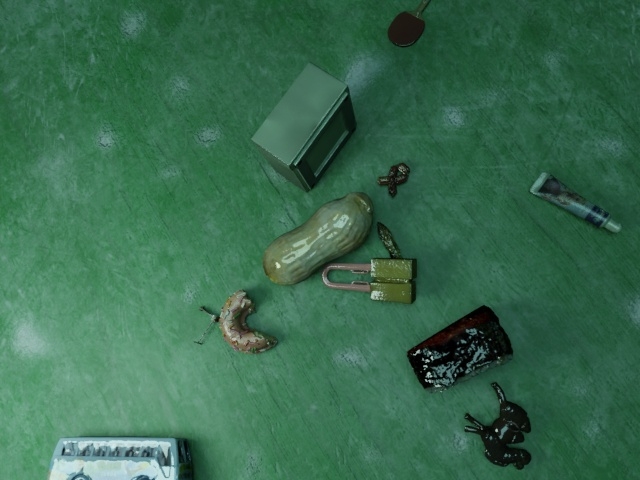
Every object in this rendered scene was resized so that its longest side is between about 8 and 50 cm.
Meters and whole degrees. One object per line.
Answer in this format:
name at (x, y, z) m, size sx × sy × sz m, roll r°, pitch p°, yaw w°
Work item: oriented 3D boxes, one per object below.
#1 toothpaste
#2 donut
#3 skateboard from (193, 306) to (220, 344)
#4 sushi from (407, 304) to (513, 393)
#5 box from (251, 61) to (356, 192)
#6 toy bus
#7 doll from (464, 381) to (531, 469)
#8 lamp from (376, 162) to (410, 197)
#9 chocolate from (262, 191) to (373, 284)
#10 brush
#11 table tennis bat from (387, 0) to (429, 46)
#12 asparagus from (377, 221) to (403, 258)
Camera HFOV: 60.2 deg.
toothpaste at (0.594, -0.082, 1.279) m, size 0.216 × 0.037 × 0.062 m, roll 37°, pitch 88°, yaw 19°
donut at (-0.193, 0.207, 1.335) m, size 0.117 × 0.065 × 0.166 m, roll -34°, pitch 74°, yaw 1°
skateboard at (-0.295, 0.213, 1.372) m, size 0.063 × 0.032 × 0.083 m, roll 27°, pitch 82°, yaw 24°
sushi at (0.308, 0.245, 1.210) m, size 0.225 × 0.136 × 0.126 m, roll -29°, pitch 78°, yaw -5°
box at (-0.024, -0.259, 1.320) m, size 0.117 × 0.225 × 0.225 m, roll 35°, pitch 87°, yaw 14°
toy bus at (-0.464, 0.533, 1.298) m, size 0.329 × 0.109 × 0.136 m, roll -2°, pitch 67°, yaw 8°
doll at (0.399, 0.415, 1.200) m, size 0.165 × 0.057 × 0.139 m, roll 43°, pitch 86°, yaw 6°
lamp at (0.187, -0.155, 1.364) m, size 0.083 × 0.031 × 0.063 m, roll -43°, pitch 76°, yaw -5°
chocolate at (0.000, 0.000, 1.314) m, size 0.309 × 0.134 × 0.134 m, roll -37°, pitch 75°, yaw 2°
brush at (0.111, 0.089, 1.311) m, size 0.233 × 0.047 × 0.103 m, roll 2°, pitch 97°, yaw 24°
table tennis bat at (0.240, -0.578, 1.451) m, size 0.087 × 0.013 × 0.157 m, roll 33°, pitch 87°, yaw 16°
asparagus at (0.175, 0.027, 1.326) m, size 0.030 × 0.036 × 0.165 m, roll -21°, pitch 74°, yaw -15°
